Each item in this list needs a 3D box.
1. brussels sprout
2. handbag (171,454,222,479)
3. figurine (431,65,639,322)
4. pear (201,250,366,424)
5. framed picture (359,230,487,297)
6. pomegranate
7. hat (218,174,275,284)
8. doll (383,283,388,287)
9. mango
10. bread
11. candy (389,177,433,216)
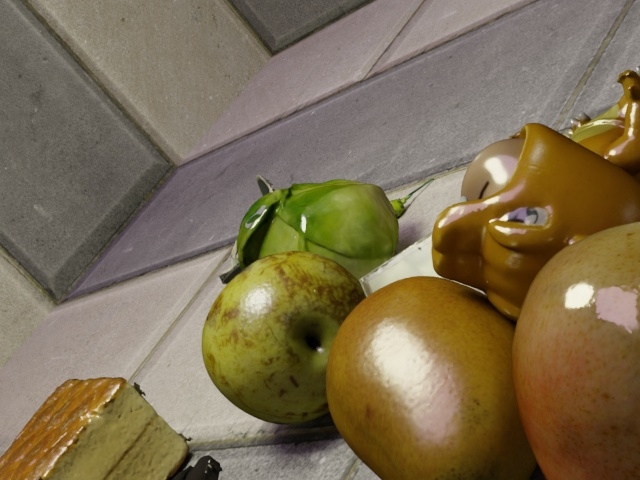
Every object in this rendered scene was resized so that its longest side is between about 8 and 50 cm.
[{"bbox_3d":[0.001,0.009,2.002,0.294,0.227,0.259,-21,34,-31],"label":"brussels sprout"},{"bbox_3d":[-0.267,0.465,1.709,0.285,0.113,0.257,-42,12,20],"label":"handbag"},{"bbox_3d":[0.353,-0.051,1.380,0.401,0.268,0.387,-15,22,45],"label":"figurine"},{"bbox_3d":[-0.050,0.149,1.759,0.283,0.283,0.283,-36,19,15],"label":"pear"},{"bbox_3d":[0.161,0.107,1.604,0.173,0.010,0.231,-33,60,22],"label":"framed picture"},{"bbox_3d":[0.326,0.130,1.045,0.319,0.319,0.319,-36,19,15],"label":"pomegranate"},{"bbox_3d":[-0.097,0.000,2.254,0.275,0.161,0.232,101,-176,-73],"label":"hat"},{"bbox_3d":[0.201,0.065,1.676,0.221,0.143,0.135,-40,-13,-14],"label":"doll"},{"bbox_3d":[0.144,0.190,1.371,0.264,0.221,0.378,-33,30,6],"label":"mango"},{"bbox_3d":[-0.418,0.401,1.995,0.279,0.207,0.279,-14,34,52],"label":"bread"},{"bbox_3d":[0.174,-0.087,2.204,0.123,0.035,0.035,-39,0,-16],"label":"candy"}]
